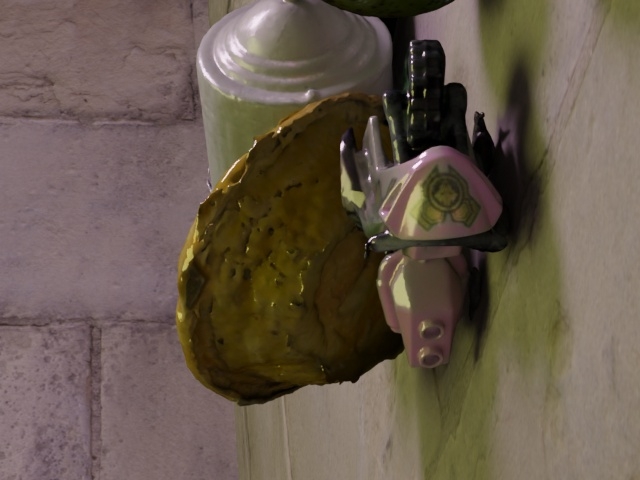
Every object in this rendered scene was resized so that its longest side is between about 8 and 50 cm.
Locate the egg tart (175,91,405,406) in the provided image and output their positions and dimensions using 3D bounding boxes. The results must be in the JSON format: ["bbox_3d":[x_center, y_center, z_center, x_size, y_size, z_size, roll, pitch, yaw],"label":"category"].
[{"bbox_3d":[0.011,0.021,1.588,0.132,0.345,0.345,27,123,38],"label":"egg tart"}]

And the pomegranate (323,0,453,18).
[{"bbox_3d":[0.049,-0.325,1.438,0.214,0.214,0.248,104,152,-55],"label":"pomegranate"}]

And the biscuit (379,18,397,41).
[{"bbox_3d":[0.029,-0.216,1.874,0.106,0.070,0.252,-40,-25,-34],"label":"biscuit"}]

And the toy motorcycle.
[{"bbox_3d":[0.091,-0.009,1.394,0.327,0.143,0.188,90,174,-45],"label":"toy motorcycle"}]

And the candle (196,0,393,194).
[{"bbox_3d":[-0.023,-0.137,1.732,0.221,0.221,0.343,-101,4,-51],"label":"candle"}]
